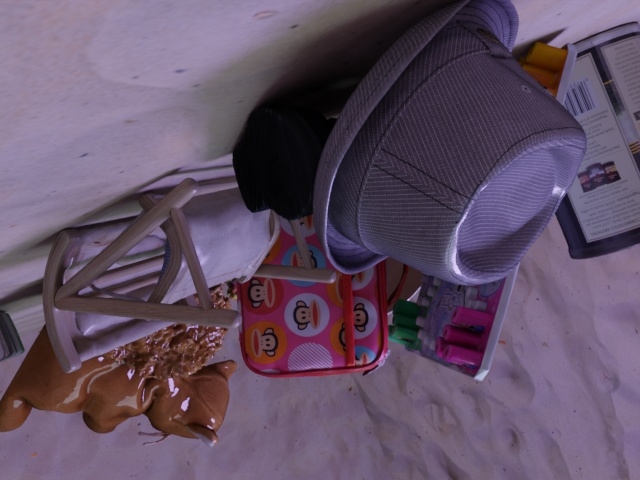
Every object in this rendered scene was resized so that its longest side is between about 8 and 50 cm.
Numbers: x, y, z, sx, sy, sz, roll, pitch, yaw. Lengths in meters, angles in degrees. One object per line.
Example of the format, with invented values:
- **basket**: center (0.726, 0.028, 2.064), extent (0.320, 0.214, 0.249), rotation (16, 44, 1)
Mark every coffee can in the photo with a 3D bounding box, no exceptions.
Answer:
- **coffee can**: center (0.405, -0.136, 1.022), extent (0.201, 0.275, 0.201), rotation (-22, 179, 0)

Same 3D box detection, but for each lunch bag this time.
- **lunch bag**: center (0.004, 0.056, 1.083), extent (0.258, 0.293, 0.120), rotation (-3, 179, 0)

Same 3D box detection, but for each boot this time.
- **boot**: center (0.039, -0.090, 0.650), extent (0.207, 0.094, 0.246), rotation (-19, -176, -15)

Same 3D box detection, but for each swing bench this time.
- **swing bench**: center (-0.160, 0.025, 0.862), extent (0.254, 0.165, 0.253), rotation (-17, -178, 26)

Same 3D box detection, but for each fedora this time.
- **fedora**: center (0.119, -0.053, 0.552), extent (0.275, 0.124, 0.244), rotation (-1, 123, -60)

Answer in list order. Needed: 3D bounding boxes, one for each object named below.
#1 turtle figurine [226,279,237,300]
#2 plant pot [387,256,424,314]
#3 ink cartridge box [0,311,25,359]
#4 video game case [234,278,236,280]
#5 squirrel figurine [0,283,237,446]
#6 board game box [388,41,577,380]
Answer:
- **turtle figurine**: center (-0.249, 0.058, 1.448), extent (0.269, 0.087, 0.217), rotation (21, -178, 17)
- **plant pot**: center (0.056, -0.019, 1.298), extent (0.284, 0.284, 0.191), rotation (-22, -146, -23)
- **ink cartridge box**: center (-0.649, 0.199, 1.315), extent (0.160, 0.093, 0.219), rotation (-22, 179, -18)
- **video game case**: center (-0.123, 0.067, 1.277), extent (0.025, 0.285, 0.204), rotation (-56, -173, -11)
- **squirrel figurine**: center (-0.310, 0.219, 1.279), extent (0.397, 0.370, 0.281), rotation (-49, -163, 36)
- **board game box**: center (0.192, -0.029, 0.965), extent (0.050, 0.390, 0.390), rotation (17, 175, -4)
